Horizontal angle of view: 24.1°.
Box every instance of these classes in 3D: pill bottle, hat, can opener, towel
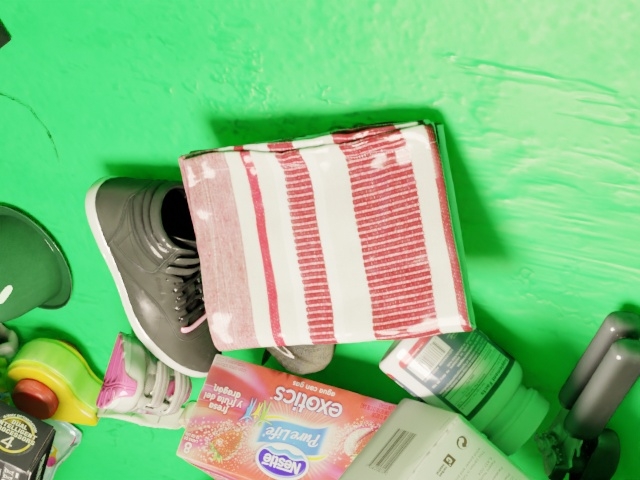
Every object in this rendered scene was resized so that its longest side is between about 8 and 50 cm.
[{"bbox_3d":[0.167,0.159,1.710,0.180,0.108,0.108,40,139,0],"label":"pill bottle"},{"bbox_3d":[-0.460,0.085,2.049,0.173,0.183,0.208,20,136,24],"label":"hat"},{"bbox_3d":[0.308,0.184,1.671,0.093,0.074,0.280,2,139,-10],"label":"can opener"},{"bbox_3d":[0.000,0.000,1.652,0.329,0.037,0.237,-6,99,30],"label":"towel"}]

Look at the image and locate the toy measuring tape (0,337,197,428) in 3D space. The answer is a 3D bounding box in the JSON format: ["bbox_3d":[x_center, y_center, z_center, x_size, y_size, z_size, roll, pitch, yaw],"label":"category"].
[{"bbox_3d":[-0.332,0.202,2.127,0.330,0.121,0.121,5,129,22],"label":"toy measuring tape"}]

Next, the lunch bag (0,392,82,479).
[{"bbox_3d":[-0.535,0.302,2.322,0.262,0.160,0.223,38,140,-7],"label":"lunch bag"}]

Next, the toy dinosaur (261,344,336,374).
[{"bbox_3d":[-0.032,0.098,1.797,0.160,0.121,0.313,44,137,15],"label":"toy dinosaur"}]

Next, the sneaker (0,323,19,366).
[{"bbox_3d":[-0.538,0.113,2.222,0.232,0.090,0.115,30,132,-2],"label":"sneaker"}]

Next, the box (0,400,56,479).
[{"bbox_3d":[-0.563,0.331,2.166,0.318,0.097,0.395,24,140,1],"label":"box"}]

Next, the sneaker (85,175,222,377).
[{"bbox_3d":[-0.173,0.048,1.864,0.147,0.104,0.296,-5,119,45],"label":"sneaker"}]

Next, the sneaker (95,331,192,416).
[{"bbox_3d":[-0.223,0.179,1.977,0.111,0.252,0.103,18,93,-1],"label":"sneaker"}]

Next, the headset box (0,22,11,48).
[{"bbox_3d":[-0.550,-0.207,1.810,0.283,0.246,0.131,-10,120,42],"label":"headset box"}]

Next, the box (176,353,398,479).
[{"bbox_3d":[-0.003,0.262,1.865,0.300,0.142,0.154,14,163,27],"label":"box"}]

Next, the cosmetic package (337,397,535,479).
[{"bbox_3d":[0.209,0.348,1.656,0.365,0.155,0.197,42,169,-10],"label":"cosmetic package"}]
